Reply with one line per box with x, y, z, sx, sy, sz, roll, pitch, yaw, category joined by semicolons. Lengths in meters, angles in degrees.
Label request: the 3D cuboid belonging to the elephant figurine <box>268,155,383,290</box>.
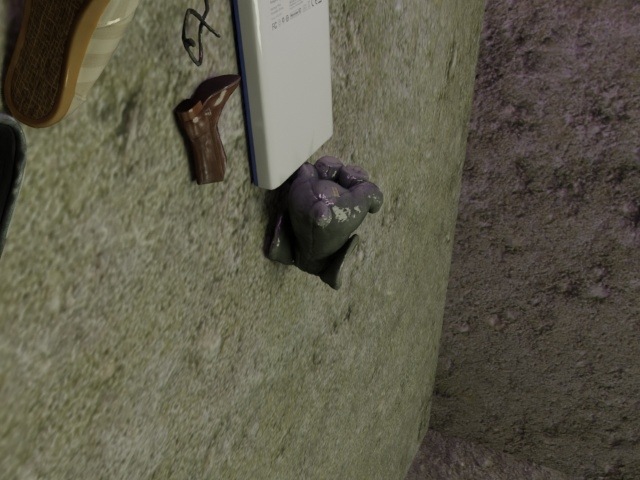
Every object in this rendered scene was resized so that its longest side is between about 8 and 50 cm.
0.000;0.000;1.040;0.186;0.169;0.239;-11;133;-36;elephant figurine

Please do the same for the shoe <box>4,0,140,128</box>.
-0.191;-0.193;0.513;0.219;0.077;0.058;-59;174;20;shoe

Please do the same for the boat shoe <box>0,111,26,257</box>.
-0.278;0.052;0.437;0.113;0.105;0.306;42;64;-65;boat shoe

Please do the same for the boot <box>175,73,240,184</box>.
-0.126;-0.134;0.788;0.106;0.037;0.114;-45;140;-32;boot

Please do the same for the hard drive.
-0.044;-0.261;0.909;0.210;0.040;0.318;-50;146;-47;hard drive

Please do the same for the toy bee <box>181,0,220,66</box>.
-0.078;-0.339;0.614;0.298;0.162;0.195;75;12;-57;toy bee
